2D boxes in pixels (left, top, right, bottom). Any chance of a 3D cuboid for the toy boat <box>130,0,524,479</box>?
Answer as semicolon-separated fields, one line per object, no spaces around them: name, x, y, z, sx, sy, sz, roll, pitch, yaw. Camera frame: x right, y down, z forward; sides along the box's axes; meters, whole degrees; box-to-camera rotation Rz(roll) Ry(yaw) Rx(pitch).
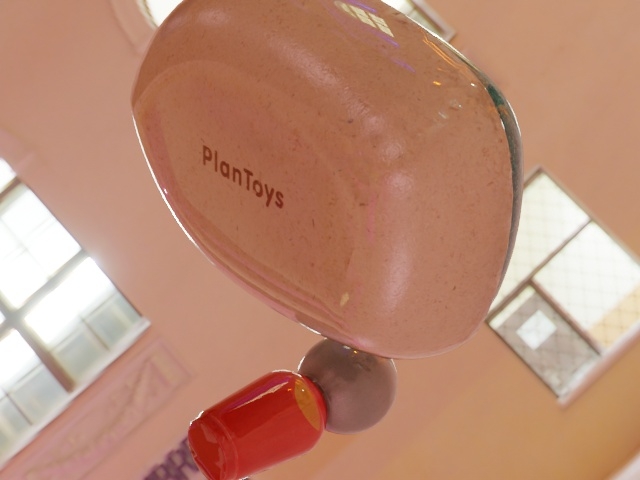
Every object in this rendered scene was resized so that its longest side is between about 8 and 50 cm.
toy boat;0.000;0.000;0.628;0.148;0.267;0.318;-20;-48;-36
